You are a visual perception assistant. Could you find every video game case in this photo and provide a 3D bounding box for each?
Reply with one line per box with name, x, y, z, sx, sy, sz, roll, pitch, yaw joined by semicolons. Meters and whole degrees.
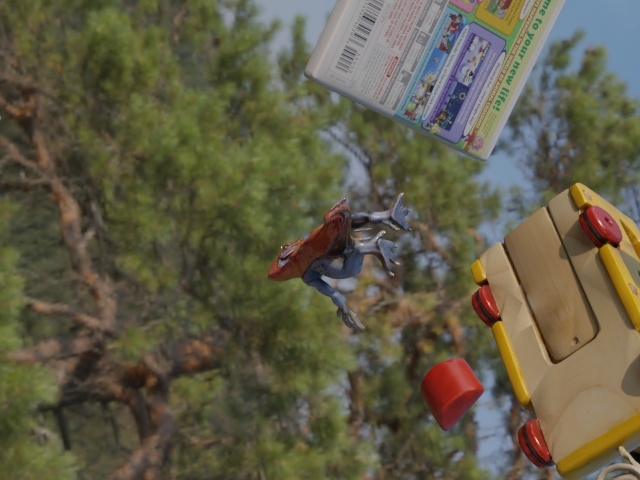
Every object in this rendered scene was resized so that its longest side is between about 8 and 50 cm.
video game case;0.109;-0.193;0.853;0.023;0.193;0.212;36;-77;57

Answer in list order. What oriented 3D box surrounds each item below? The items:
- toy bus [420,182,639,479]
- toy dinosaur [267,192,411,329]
toy bus;0.171;0.069;0.614;0.191;0.104;0.202;12;-102;53
toy dinosaur;0.000;0.000;0.462;0.090;0.082;0.047;40;50;-43
